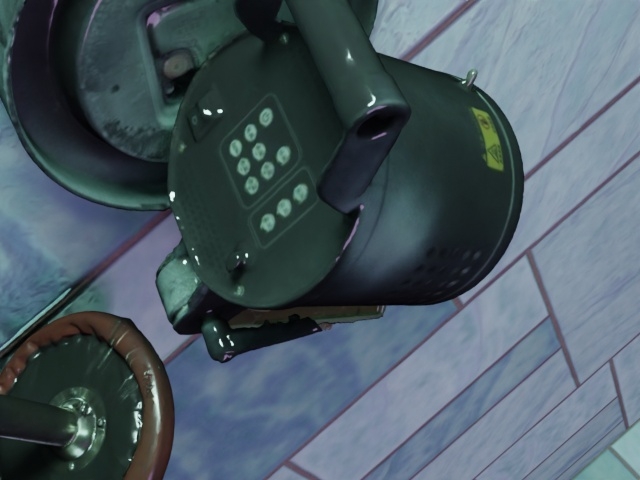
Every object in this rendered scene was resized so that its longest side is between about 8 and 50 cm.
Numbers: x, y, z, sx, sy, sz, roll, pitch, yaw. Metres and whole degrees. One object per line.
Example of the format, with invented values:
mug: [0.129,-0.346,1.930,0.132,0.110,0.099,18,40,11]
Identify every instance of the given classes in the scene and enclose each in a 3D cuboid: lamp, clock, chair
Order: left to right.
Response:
chair: [-0.276,0.131,0.720,0.226,0.226,0.401,-46,148,7]
clock: [-0.096,-0.165,0.705,0.319,0.066,0.318,-27,146,-21]
lamp: [0.033,-0.055,0.716,0.272,0.205,0.374,-10,153,-33]

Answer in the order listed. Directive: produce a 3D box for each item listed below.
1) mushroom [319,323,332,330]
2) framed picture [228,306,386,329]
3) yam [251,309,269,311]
mushroom: [-0.016,0.074,1.053,0.085,0.079,0.085,-26,147,-18]
framed picture: [-0.001,0.000,0.973,0.265,0.018,0.192,1,104,-47]
yam: [0.022,-0.038,0.919,0.300,0.066,0.066,-43,150,-25]
